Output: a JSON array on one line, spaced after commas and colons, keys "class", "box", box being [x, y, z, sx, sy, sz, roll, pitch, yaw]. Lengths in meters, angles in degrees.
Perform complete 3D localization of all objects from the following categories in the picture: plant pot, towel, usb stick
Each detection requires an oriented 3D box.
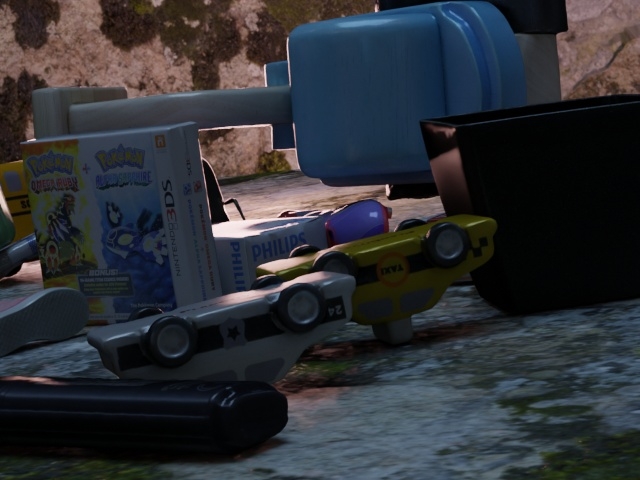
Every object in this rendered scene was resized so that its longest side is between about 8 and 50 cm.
[{"class": "plant pot", "box": [0.199, -0.032, 1.644, 0.188, 0.167, 0.187, -7, 5, -7]}, {"class": "towel", "box": [-0.306, 0.009, 2.055, 0.285, 0.034, 0.209, -27, 4, -12]}, {"class": "usb stick", "box": [-0.146, 0.112, 1.250, 0.278, 0.045, 0.077, -3, 0, 37]}]

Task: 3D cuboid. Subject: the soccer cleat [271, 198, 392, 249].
[{"class": "soccer cleat", "box": [0.000, 0.000, 1.959, 0.095, 0.083, 0.248, 3, -3, -19]}]

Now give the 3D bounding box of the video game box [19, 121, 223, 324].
[{"class": "video game box", "box": [-0.191, -0.013, 1.832, 0.205, 0.187, 0.048, -3, 7, 39]}]

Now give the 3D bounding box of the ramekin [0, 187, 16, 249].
[{"class": "ramekin", "box": [-0.463, -0.009, 1.974, 0.303, 0.148, 0.303, -25, 5, 2]}]

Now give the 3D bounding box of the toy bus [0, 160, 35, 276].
[{"class": "toy bus", "box": [-0.339, -0.039, 2.444, 0.108, 0.130, 0.332, -20, -3, 37]}]

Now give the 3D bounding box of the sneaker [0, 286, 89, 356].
[{"class": "sneaker", "box": [-0.281, 0.072, 1.769, 0.070, 0.051, 0.134, 5, 16, 41]}]

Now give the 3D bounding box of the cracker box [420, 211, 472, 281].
[{"class": "cracker box", "box": [0.227, -0.006, 1.843, 0.232, 0.067, 0.155, -5, 5, 27]}]

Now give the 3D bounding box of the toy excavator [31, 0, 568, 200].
[{"class": "toy excavator", "box": [-0.018, -0.145, 1.974, 0.445, 0.222, 0.433, -4, 2, -38]}]

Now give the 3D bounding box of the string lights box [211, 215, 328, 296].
[{"class": "string lights box", "box": [-0.132, 0.026, 1.919, 0.259, 0.077, 0.133, -3, 8, 37]}]

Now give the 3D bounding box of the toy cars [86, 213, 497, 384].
[{"class": "toy cars", "box": [-0.007, 0.059, 1.443, 0.176, 0.087, 0.393, -9, 7, 36]}]

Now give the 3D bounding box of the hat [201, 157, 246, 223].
[{"class": "hat", "box": [-0.185, -0.031, 2.285, 0.331, 0.134, 0.331, -6, 5, 1]}]
